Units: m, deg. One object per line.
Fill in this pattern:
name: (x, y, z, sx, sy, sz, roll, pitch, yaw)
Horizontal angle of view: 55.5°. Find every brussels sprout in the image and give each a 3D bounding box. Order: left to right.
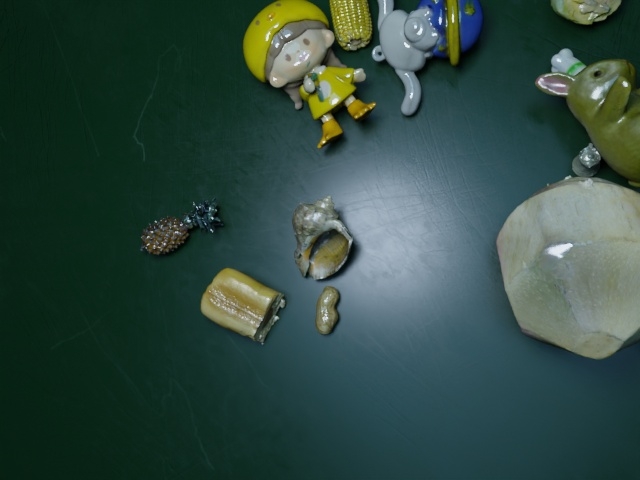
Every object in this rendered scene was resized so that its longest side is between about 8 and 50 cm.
brussels sprout: (0.575, -0.553, 1.332, 0.149, 0.122, 0.151, -27, 114, 14)

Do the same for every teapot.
teapot: (0.574, -0.174, 1.302, 0.057, 0.083, 0.067, 6, 87, 17)

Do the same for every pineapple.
pineapple: (-0.339, -0.027, 1.463, 0.221, 0.103, 0.083, -26, 113, 6)

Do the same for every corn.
corn: (0.066, -0.576, 1.449, 0.094, 0.093, 0.243, -10, 80, 10)

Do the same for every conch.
conch: (0.000, 0.000, 1.372, 0.155, 0.130, 0.207, 31, 109, 43)

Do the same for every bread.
bread: (-0.181, 0.147, 1.413, 0.173, 0.085, 0.134, 29, 93, 12)

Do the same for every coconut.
coconut: (0.511, 0.062, 1.163, 0.353, 0.352, 0.352, -1, 83, 11)

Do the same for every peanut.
peanut: (0.015, 0.160, 1.392, 0.054, 0.054, 0.113, 6, 84, 12)

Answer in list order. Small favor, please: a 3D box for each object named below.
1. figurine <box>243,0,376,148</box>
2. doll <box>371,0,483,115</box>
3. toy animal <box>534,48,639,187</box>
figurine: (-0.034, -0.393, 1.407, 0.215, 0.187, 0.343, -33, 84, -3)
doll: (0.240, -0.440, 1.360, 0.243, 0.159, 0.310, -2, 98, 0)
toy animal: (0.593, -0.287, 1.224, 0.362, 0.181, 0.180, 60, 141, 19)
